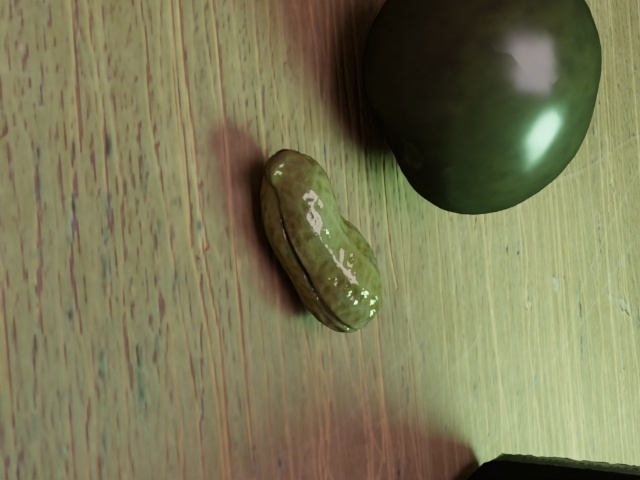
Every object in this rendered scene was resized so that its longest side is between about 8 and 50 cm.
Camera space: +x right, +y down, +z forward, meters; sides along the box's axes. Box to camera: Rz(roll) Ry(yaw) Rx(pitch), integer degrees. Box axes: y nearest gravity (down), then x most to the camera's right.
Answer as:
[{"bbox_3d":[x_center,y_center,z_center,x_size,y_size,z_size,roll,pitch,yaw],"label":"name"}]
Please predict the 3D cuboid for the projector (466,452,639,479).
[{"bbox_3d":[0.240,0.403,0.710,0.405,0.395,0.242,-37,113,-43],"label":"projector"}]

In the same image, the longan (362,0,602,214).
[{"bbox_3d":[0.150,-0.147,0.797,0.248,0.248,0.248,5,83,-46],"label":"longan"}]

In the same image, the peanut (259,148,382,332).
[{"bbox_3d":[0.000,0.000,0.722,0.080,0.080,0.174,-43,115,-40],"label":"peanut"}]
